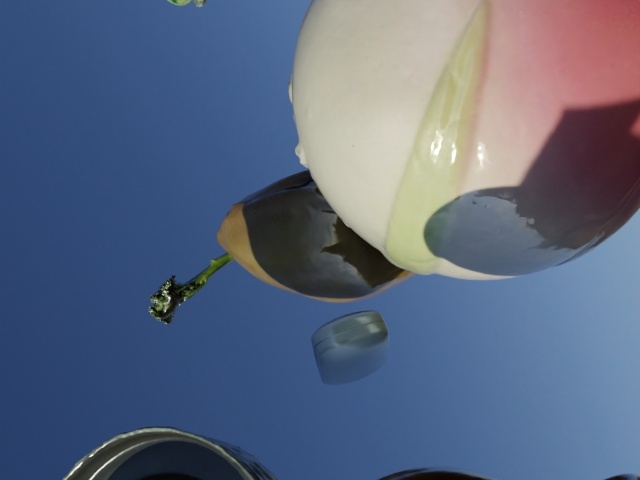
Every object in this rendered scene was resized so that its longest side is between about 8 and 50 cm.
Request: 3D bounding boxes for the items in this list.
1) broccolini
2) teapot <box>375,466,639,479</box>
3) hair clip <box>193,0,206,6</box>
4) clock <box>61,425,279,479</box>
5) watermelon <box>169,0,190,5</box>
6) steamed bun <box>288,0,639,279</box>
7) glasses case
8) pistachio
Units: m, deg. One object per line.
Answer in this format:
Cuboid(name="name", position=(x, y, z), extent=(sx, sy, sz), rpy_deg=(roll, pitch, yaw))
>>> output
Cuboid(name="broccolini", position=(-0.173, 0.034, 1.523), extent=(0.057, 0.254, 0.071), rpy_deg=(49, 167, -9))
Cuboid(name="teapot", position=(0.092, 0.184, 0.466), extent=(0.252, 0.135, 0.178), rpy_deg=(-27, -99, -35))
Cuboid(name="hair clip", position=(-0.155, -0.393, 1.141), extent=(0.066, 0.036, 0.229), rpy_deg=(-115, 14, -58))
Cuboid(name="clock", position=(-0.122, 0.290, 0.757), extent=(0.055, 0.280, 0.281), rpy_deg=(24, -125, -58))
Cuboid(name="watermelon", position=(-0.196, -0.420, 1.417), extent=(0.158, 0.097, 0.121), rpy_deg=(-50, -58, -46))
Cuboid(name="steamed bun", position=(0.149, -0.117, 0.698), extent=(0.309, 0.309, 0.310), rpy_deg=(39, -137, -49))
Cuboid(name="glasses case", position=(0.028, 0.104, 0.908), extent=(0.178, 0.067, 0.045), rpy_deg=(84, 167, -72))
Cuboid(name="pistachio", position=(0.000, 0.000, 1.169), extent=(0.212, 0.260, 0.163), rpy_deg=(43, -121, -30))
